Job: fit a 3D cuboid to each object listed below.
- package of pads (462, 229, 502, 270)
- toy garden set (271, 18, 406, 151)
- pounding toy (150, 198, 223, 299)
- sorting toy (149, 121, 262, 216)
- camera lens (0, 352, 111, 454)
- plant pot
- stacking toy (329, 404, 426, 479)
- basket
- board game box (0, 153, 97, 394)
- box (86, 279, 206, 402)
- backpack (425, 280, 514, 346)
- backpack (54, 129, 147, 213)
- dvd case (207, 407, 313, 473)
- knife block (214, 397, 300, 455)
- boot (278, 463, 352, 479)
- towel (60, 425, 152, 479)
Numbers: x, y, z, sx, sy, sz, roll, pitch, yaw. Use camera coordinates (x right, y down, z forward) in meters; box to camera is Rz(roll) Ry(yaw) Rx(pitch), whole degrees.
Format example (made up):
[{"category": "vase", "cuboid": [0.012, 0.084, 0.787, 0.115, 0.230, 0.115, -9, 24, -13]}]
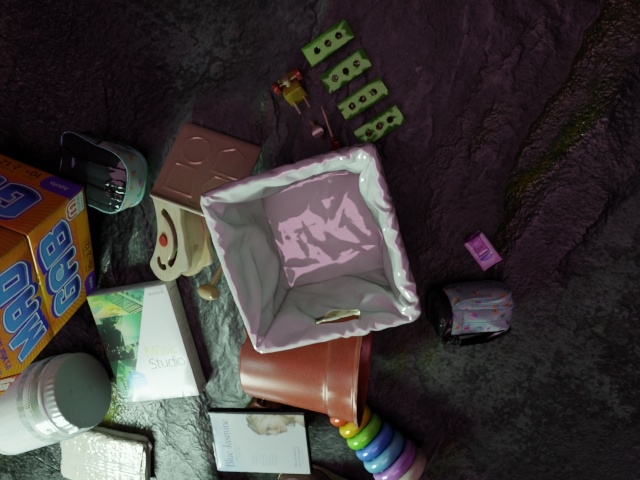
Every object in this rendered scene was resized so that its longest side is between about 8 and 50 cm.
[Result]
[{"category": "package of pads", "cuboid": [0.365, 0.023, 1.105, 0.050, 0.032, 0.083, -37, 97, 14]}, {"category": "toy garden set", "cuboid": [0.034, -0.308, 1.063, 0.204, 0.049, 0.244, -31, 99, 14]}, {"category": "pounding toy", "cuboid": [-0.314, 0.010, 1.198, 0.154, 0.155, 0.269, -3, 96, 40]}, {"category": "sorting toy", "cuboid": [-0.256, -0.154, 1.111, 0.193, 0.038, 0.208, 20, 72, 4]}, {"category": "camera lens", "cuboid": [-0.735, 0.431, 1.305, 0.274, 0.219, 0.219, -20, 101, 14]}, {"category": "plant pot", "cuboid": [-0.028, 0.265, 1.119, 0.265, 0.272, 0.272, 4, 106, 11]}, {"category": "stacking toy", "cuboid": [0.107, 0.469, 1.234, 0.141, 0.141, 0.330, -44, 88, 17]}, {"category": "basket", "cuboid": [0.000, 0.000, 0.969, 0.328, 0.266, 0.331, -15, 102, 13]}, {"category": "board game box", "cuboid": [-0.768, 0.048, 1.075, 0.356, 0.356, 0.356, 21, 133, 3]}, {"category": "box", "cuboid": [-0.456, 0.268, 1.298, 0.232, 0.058, 0.322, -10, 103, 12]}, {"category": "backpack", "cuboid": [0.337, 0.153, 1.091, 0.182, 0.152, 0.115, -3, 114, -2]}, {"category": "backpack", "cuboid": [-0.494, -0.156, 1.139, 0.188, 0.144, 0.165, 25, 109, 17]}, {"category": "dvd case", "cuboid": [-0.152, 0.505, 1.238, 0.253, 0.022, 0.180, -3, 106, 10]}, {"category": "knife block", "cuboid": [-0.158, 0.442, 1.281, 0.276, 0.088, 0.242, -7, 103, 12]}, {"category": "boot", "cuboid": [-0.006, 0.685, 1.259, 0.248, 0.207, 0.090, 8, 106, 7]}, {"category": "towel", "cuboid": [-0.628, 0.632, 1.435, 0.282, 0.049, 0.187, 10, 105, 8]}]
